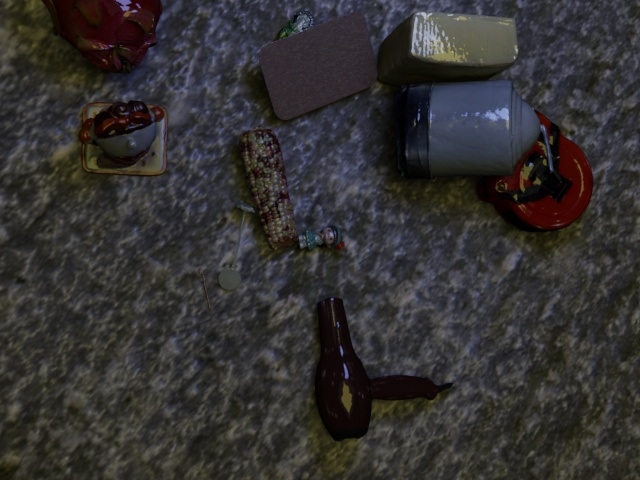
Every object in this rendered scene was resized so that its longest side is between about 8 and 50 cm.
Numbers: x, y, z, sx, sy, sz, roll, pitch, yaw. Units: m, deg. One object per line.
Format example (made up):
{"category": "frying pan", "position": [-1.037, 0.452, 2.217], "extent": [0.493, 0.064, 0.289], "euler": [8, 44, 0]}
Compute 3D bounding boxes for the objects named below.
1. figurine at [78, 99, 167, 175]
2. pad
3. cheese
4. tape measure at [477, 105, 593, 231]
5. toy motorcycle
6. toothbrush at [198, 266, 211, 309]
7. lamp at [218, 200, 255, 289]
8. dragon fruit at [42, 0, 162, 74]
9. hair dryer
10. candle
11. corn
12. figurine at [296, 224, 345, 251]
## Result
{"category": "figurine", "position": [-0.408, -0.226, 1.618], "extent": [0.184, 0.226, 0.160], "euler": [0, 88, -11]}
{"category": "pad", "position": [0.000, -0.389, 1.752], "extent": [0.266, 0.002, 0.176], "euler": [-24, 118, -15]}
{"category": "cheese", "position": [0.273, -0.415, 1.743], "extent": [0.243, 0.265, 0.123], "euler": [5, 88, -11]}
{"category": "tape measure", "position": [0.519, -0.148, 1.855], "extent": [0.260, 0.114, 0.253], "euler": [35, 81, -8]}
{"category": "toy motorcycle", "position": [-0.045, -0.424, 1.783], "extent": [0.106, 0.074, 0.190], "euler": [-15, 91, -2]}
{"category": "toothbrush", "position": [-0.256, 0.106, 1.740], "extent": [0.008, 0.006, 0.097], "euler": [-13, 89, -10]}
{"category": "lamp", "position": [-0.186, 0.012, 1.753], "extent": [0.050, 0.056, 0.198], "euler": [13, 95, -11]}
{"category": "dragon fruit", "position": [-0.447, -0.514, 1.632], "extent": [0.250, 0.250, 0.315], "euler": [7, 69, -11]}
{"category": "hair dryer", "position": [0.147, 0.287, 1.780], "extent": [0.341, 0.123, 0.312], "euler": [2, 76, -22]}
{"category": "candle", "position": [0.330, -0.245, 1.727], "extent": [0.343, 0.221, 0.221], "euler": [-1, 87, 14]}
{"category": "corn", "position": [-0.112, -0.117, 1.739], "extent": [0.092, 0.092, 0.280], "euler": [-14, 91, -12]}
{"category": "figurine", "position": [0.000, 0.000, 1.778], "extent": [0.106, 0.047, 0.060], "euler": [-9, 73, -8]}
